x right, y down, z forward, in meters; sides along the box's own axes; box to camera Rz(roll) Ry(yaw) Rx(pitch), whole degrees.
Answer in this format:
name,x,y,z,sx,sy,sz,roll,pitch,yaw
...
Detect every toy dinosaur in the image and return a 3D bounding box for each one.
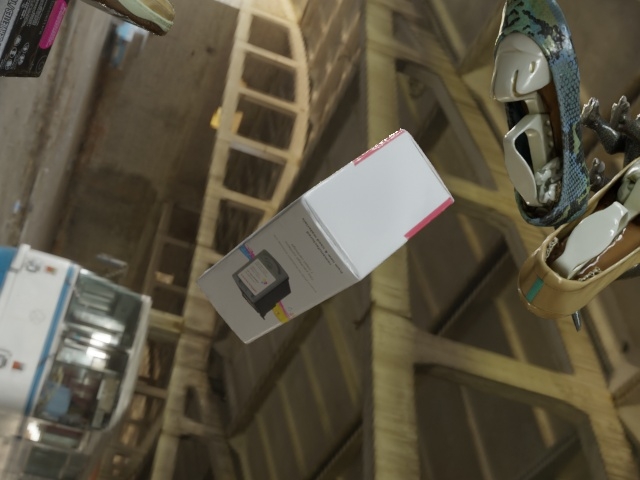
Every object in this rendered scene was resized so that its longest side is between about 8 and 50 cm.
name,x,y,z,sx,sy,sz,roll,pitch,yaw
toy dinosaur,0.333,-0.054,0.840,0.121,0.160,0.313,156,-51,-79

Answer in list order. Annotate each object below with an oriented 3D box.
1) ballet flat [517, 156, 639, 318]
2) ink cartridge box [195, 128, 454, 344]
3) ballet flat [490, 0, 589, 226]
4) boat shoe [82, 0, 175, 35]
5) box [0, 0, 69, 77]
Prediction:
name,x,y,z,sx,sy,sz,roll,pitch,yaw
ballet flat,0.265,-0.019,0.724,0.232,0.080,0.073,-40,156,-17
ink cartridge box,0.000,0.000,1.166,0.226,0.131,0.306,-38,-179,-39
ballet flat,0.162,-0.098,0.642,0.070,0.070,0.188,-155,-132,-75
boat shoe,-0.157,-0.209,0.621,0.072,0.068,0.190,-67,163,3
box,-0.472,-0.385,1.261,0.163,0.142,0.247,-58,173,-78
